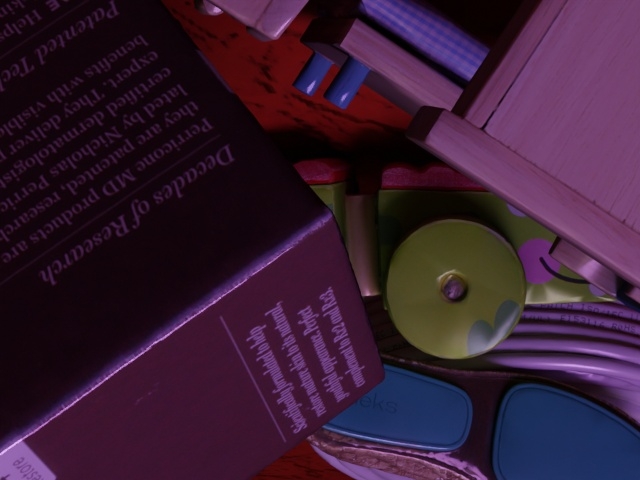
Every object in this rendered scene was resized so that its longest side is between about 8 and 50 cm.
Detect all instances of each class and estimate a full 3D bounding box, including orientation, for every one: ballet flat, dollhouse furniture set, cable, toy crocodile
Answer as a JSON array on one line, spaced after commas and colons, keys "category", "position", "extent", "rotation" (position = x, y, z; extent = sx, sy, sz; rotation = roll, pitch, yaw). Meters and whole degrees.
[{"category": "ballet flat", "position": [0.079, 0.099, 0.982], "extent": [0.206, 0.073, 0.067], "rotation": [19, 167, -6]}, {"category": "dollhouse furniture set", "position": [0.085, -0.114, 0.695], "extent": [0.286, 0.198, 0.303], "rotation": [33, -179, -8]}, {"category": "cable", "position": [0.119, 0.088, 1.105], "extent": [0.257, 0.089, 0.257], "rotation": [19, 151, -29]}, {"category": "toy crocodile", "position": [0.000, 0.000, 0.920], "extent": [0.340, 0.105, 0.115], "rotation": [-1, -176, 7]}]

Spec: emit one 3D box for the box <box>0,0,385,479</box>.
[{"category": "box", "position": [-0.106, -0.001, 0.731], "extent": [0.167, 0.203, 0.168], "rotation": [-36, 156, -8]}]
